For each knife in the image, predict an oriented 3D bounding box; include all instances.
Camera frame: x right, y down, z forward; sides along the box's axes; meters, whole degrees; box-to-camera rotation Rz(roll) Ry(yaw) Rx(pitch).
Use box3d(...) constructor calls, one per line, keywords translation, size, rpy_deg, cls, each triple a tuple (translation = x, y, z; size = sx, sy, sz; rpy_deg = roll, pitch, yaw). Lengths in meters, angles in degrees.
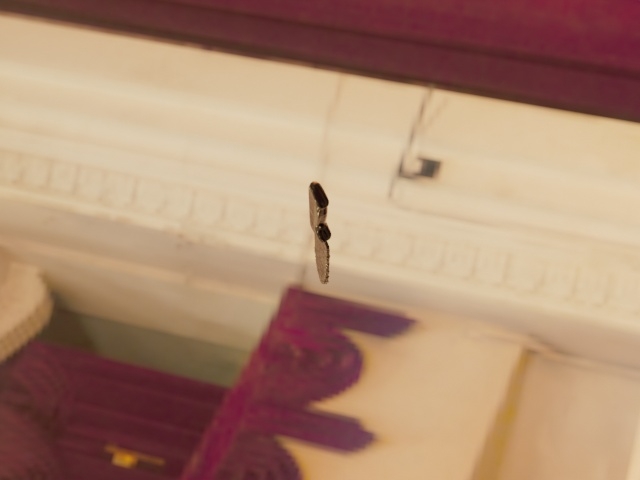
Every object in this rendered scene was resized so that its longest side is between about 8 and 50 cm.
box3d(translation=(0.000, 0.000, 1.167), size=(0.170, 0.010, 0.023), rpy_deg=(87, 157, -69), cls="knife")
